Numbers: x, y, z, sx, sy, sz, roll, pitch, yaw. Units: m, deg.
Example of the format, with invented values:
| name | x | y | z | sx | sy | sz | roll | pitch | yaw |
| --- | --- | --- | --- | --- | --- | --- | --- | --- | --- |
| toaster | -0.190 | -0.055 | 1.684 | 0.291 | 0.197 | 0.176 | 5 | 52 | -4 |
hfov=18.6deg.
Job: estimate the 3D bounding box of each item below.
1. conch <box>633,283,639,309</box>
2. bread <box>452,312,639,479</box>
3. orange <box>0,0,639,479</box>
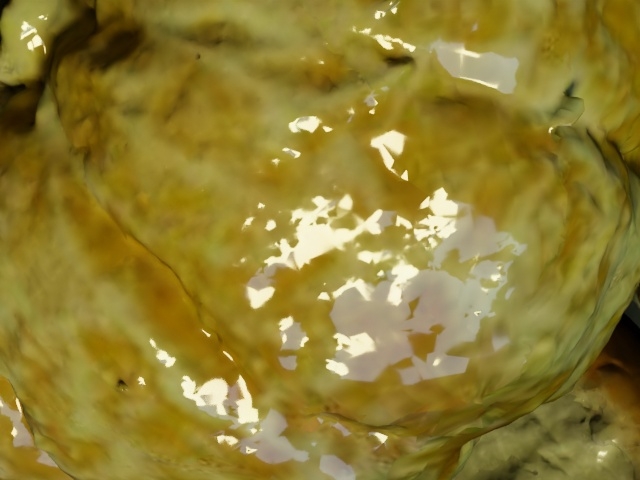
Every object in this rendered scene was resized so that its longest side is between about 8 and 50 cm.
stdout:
| name | x | y | z | sx | sy | sz | roll | pitch | yaw |
| --- | --- | --- | --- | --- | --- | --- | --- | --- | --- |
| conch | 0.237 | -0.013 | 0.841 | 0.215 | 0.319 | 0.303 | -8 | -171 | 10 |
| bread | 0.108 | 0.166 | 1.007 | 0.225 | 0.250 | 0.279 | -20 | 144 | 2 |
| orange | 0.000 | 0.000 | 0.757 | 0.369 | 0.210 | 0.271 | -43 | 150 | 24 |
